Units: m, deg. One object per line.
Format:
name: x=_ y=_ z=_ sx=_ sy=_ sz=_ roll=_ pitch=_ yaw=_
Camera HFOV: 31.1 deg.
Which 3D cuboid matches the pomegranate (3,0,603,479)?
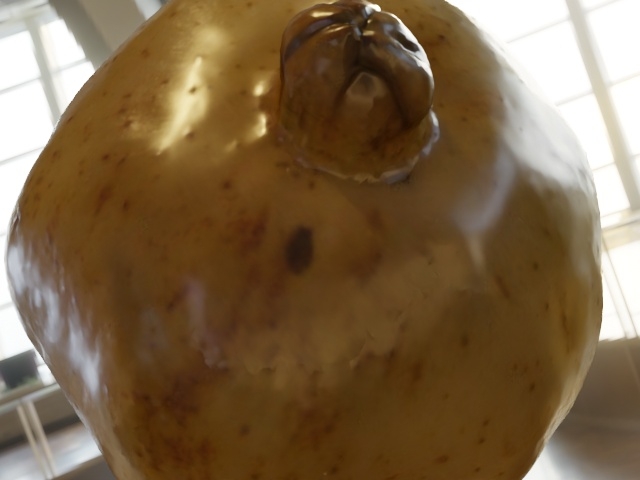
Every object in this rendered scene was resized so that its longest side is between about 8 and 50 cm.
pomegranate: x=0.000 y=0.000 z=0.709 sx=0.410 sy=0.410 sz=0.410 roll=-20 pitch=2 yaw=1
